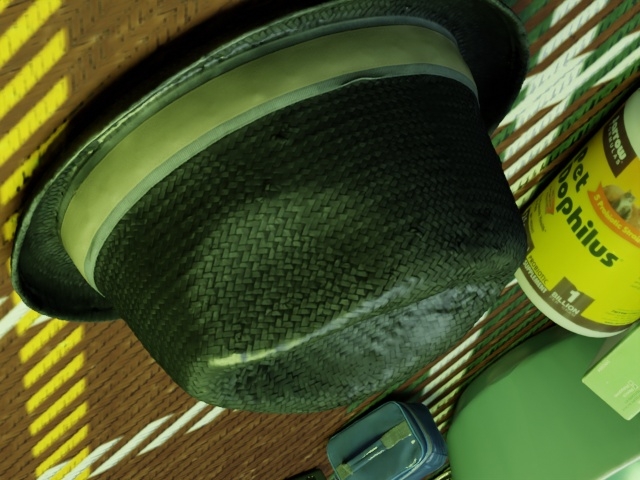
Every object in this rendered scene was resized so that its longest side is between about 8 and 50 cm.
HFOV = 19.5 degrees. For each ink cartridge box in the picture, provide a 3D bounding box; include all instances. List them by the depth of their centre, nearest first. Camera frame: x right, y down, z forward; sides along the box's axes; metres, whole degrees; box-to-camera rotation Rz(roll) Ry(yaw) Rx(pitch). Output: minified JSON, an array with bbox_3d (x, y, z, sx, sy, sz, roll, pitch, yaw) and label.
[{"bbox_3d":[0.303,0.015,1.458,0.171,0.056,0.235,-51,179,42],"label":"ink cartridge box"}]

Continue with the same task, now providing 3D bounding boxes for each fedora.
[{"bbox_3d":[0.000,0.000,1.062,0.334,0.152,0.334,-26,157,-12],"label":"fedora"}]

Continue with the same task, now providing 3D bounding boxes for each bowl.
[{"bbox_3d":[0.240,0.181,1.731,0.311,0.163,0.311,-26,158,-12],"label":"bowl"}]

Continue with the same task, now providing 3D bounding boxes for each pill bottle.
[{"bbox_3d":[0.236,-0.033,1.331,0.117,0.117,0.215,-9,149,-42],"label":"pill bottle"}]

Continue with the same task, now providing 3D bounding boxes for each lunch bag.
[{"bbox_3d":[0.053,0.186,1.634,0.098,0.067,0.065,-37,157,19],"label":"lunch bag"}]

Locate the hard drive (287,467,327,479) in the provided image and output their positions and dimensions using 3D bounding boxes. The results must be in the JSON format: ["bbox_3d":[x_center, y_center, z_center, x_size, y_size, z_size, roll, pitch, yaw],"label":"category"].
[{"bbox_3d":[-0.065,0.257,1.696,0.135,0.022,0.094,-18,155,-27],"label":"hard drive"}]

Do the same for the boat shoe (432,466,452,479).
[{"bbox_3d":[0.149,0.250,1.921,0.137,0.049,0.043,-32,156,15],"label":"boat shoe"}]
